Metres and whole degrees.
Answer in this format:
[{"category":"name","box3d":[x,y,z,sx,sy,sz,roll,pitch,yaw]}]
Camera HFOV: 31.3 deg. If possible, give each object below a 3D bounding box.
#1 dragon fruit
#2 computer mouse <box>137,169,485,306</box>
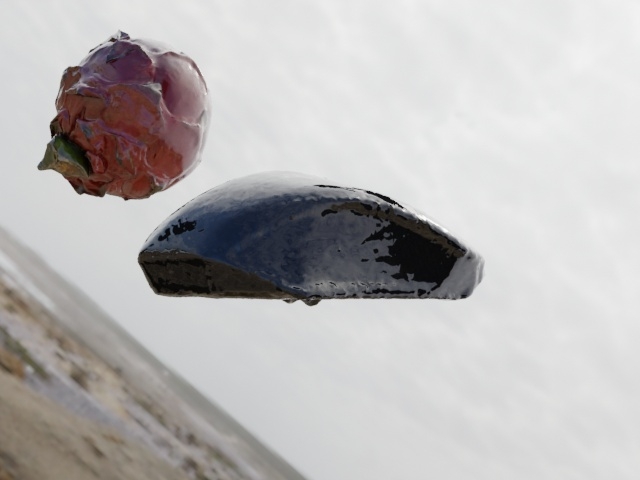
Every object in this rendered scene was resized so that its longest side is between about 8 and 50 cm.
[{"category":"dragon fruit","box3d":[-0.196,-0.130,1.195,0.172,0.209,0.172,11,-44,11]},{"category":"computer mouse","box3d":[0.000,0.000,0.495,0.172,0.057,0.099,3,-5,-35]}]
